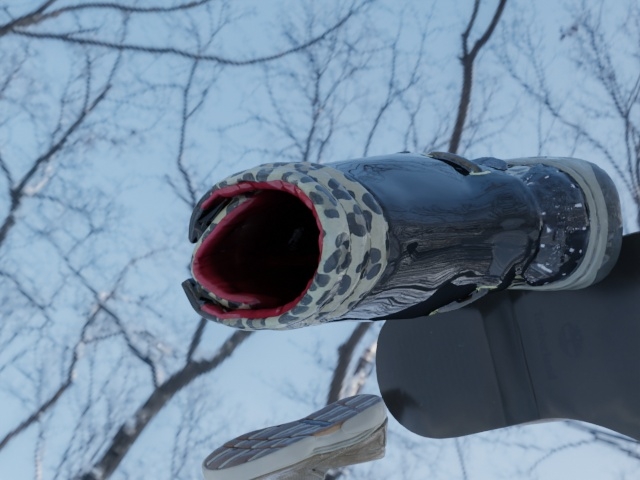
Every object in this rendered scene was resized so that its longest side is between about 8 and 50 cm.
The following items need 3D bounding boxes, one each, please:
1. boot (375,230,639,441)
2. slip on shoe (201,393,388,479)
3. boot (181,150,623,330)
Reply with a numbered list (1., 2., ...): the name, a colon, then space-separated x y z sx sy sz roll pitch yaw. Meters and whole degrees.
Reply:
1. boot: 0.176 0.051 0.582 0.305 0.115 0.112 -8 -93 46
2. slip on shoe: -0.011 0.134 0.687 0.051 0.135 0.041 1 -77 47
3. boot: 0.000 -0.002 0.538 0.236 0.178 0.085 -5 -90 51
